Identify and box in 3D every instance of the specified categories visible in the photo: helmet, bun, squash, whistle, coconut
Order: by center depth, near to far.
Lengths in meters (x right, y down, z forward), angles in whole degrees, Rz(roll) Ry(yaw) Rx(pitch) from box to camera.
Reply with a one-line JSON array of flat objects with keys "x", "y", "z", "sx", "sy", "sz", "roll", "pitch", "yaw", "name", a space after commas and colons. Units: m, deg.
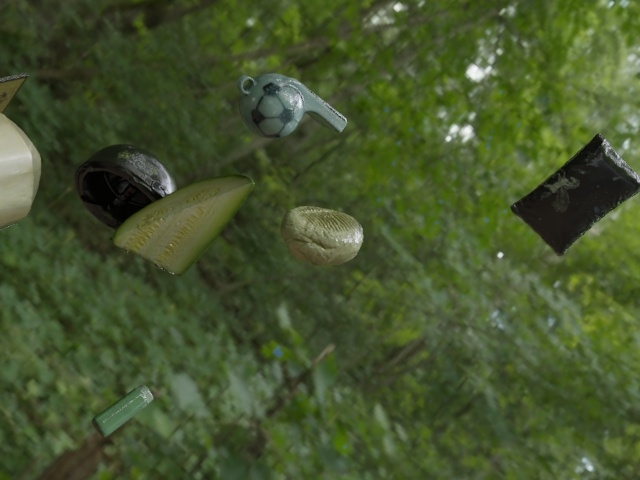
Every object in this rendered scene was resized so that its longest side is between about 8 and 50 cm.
[{"x": -0.315, "y": -0.080, "z": 2.226, "sx": 0.203, "sy": 0.289, "sz": 0.111, "roll": 29, "pitch": 17, "yaw": -27, "name": "squash"}, {"x": -0.811, "y": -0.150, "z": 2.266, "sx": 0.323, "sy": 0.323, "sz": 0.323, "roll": 34, "pitch": -26, "yaw": 19, "name": "coconut"}, {"x": -0.087, "y": -0.294, "z": 2.287, "sx": 0.289, "sy": 0.164, "sz": 0.163, "roll": 34, "pitch": -15, "yaw": -38, "name": "whistle"}, {"x": -0.444, "y": -0.132, "z": 2.393, "sx": 0.278, "sy": 0.160, "sz": 0.230, "roll": 25, "pitch": -41, "yaw": -2, "name": "helmet"}, {"x": 0.000, "y": 0.000, "z": 2.555, "sx": 0.220, "sy": 0.220, "sz": 0.134, "roll": 27, "pitch": -63, "yaw": 31, "name": "bun"}]

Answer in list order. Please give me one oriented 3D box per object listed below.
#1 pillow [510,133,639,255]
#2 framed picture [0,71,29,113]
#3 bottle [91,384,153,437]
[{"x": 0.465, "y": -0.081, "z": 1.785, "sx": 0.141, "sy": 0.208, "sz": 0.055, "roll": 43, "pitch": 18, "yaw": -10, "name": "pillow"}, {"x": -0.907, "y": -0.310, "z": 2.444, "sx": 0.255, "sy": 0.338, "sz": 0.014, "roll": -39, "pitch": -98, "yaw": 39, "name": "framed picture"}, {"x": -0.263, "y": 0.226, "z": 1.318, "sx": 0.030, "sy": 0.083, "sz": 0.030, "roll": 40, "pitch": -29, "yaw": 27, "name": "bottle"}]
